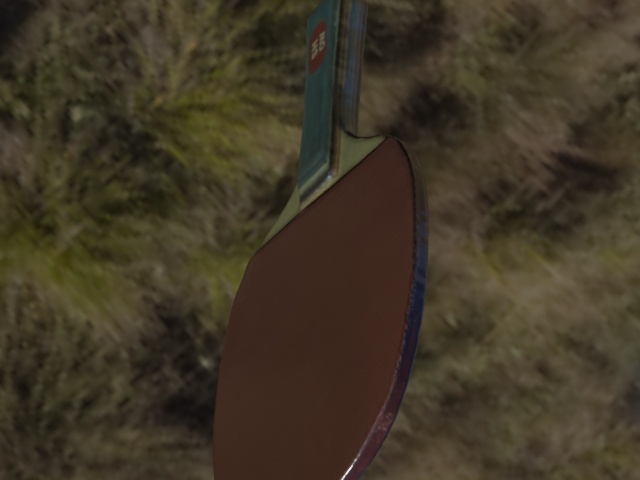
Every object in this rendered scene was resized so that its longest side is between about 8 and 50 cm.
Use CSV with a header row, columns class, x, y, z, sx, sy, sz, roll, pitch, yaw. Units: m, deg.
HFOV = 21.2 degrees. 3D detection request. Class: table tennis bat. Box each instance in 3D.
class,x,y,z,sx,sy,sz,roll,pitch,yaw
table tennis bat,0.000,0.000,0.740,0.021,0.274,0.154,23,140,-25
